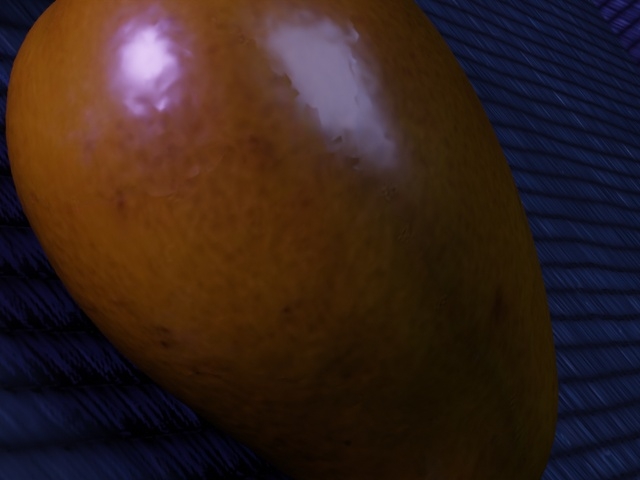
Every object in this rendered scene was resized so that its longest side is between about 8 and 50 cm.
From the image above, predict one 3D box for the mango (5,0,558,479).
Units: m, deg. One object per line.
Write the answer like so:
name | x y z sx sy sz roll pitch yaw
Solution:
mango | 0.000 0.000 0.715 0.378 0.221 0.264 54 18 -20
